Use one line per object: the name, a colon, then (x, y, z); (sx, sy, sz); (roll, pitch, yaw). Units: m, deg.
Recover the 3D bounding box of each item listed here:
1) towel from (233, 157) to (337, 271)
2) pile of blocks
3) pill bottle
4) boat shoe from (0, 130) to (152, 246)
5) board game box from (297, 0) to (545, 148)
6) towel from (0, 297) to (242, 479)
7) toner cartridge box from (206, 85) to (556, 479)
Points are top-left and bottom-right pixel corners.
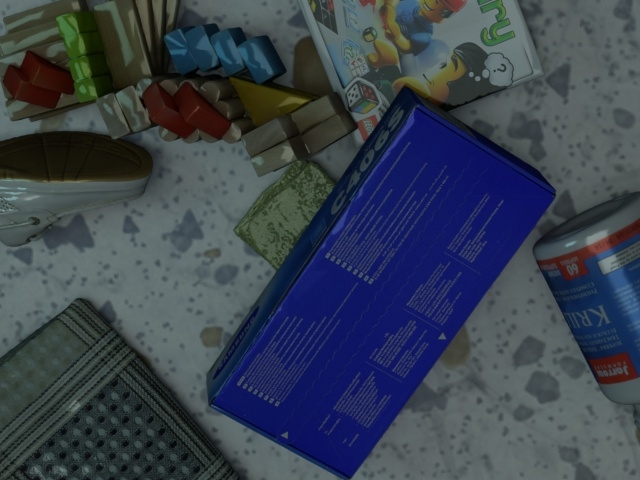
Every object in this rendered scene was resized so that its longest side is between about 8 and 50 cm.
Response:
towel: (0.000, 0.000, 1.533); (0.148, 0.027, 0.110); (44, 99, -1)
pile of blocks: (-0.148, -0.154, 1.455); (0.362, 0.112, 0.149); (12, 103, 12)
pill bottle: (0.299, 0.077, 1.467); (0.124, 0.124, 0.221); (-27, 94, 8)
boat shoe: (-0.297, -0.042, 1.528); (0.277, 0.098, 0.096); (-3, 121, 3)
board game box: (0.068, -0.262, 1.476); (0.193, 0.053, 0.305); (-22, 96, 8)
towel: (-0.253, 0.262, 1.507); (0.324, 0.056, 0.312); (-40, 92, -21)
toner cartridge box: (0.052, 0.044, 1.479); (0.165, 0.075, 0.348); (31, 104, -15)
